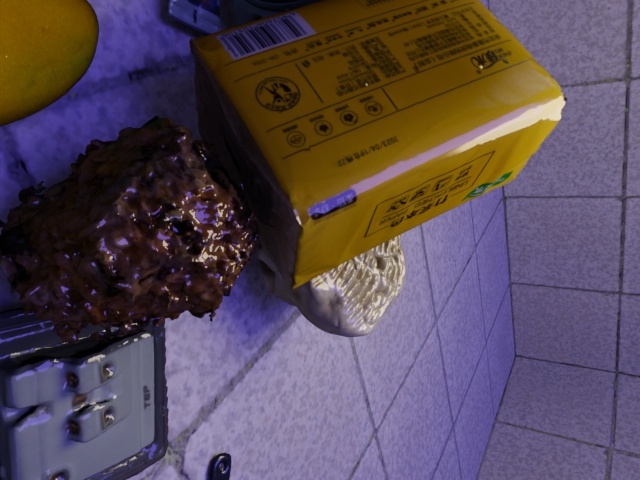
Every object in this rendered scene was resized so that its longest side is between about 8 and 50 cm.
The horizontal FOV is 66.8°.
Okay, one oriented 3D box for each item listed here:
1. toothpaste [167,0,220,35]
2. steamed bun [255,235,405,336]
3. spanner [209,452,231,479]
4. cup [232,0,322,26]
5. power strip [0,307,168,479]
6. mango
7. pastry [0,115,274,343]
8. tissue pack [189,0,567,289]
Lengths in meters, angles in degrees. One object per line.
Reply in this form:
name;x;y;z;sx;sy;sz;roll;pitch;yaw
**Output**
toothpaste;-0.167;-0.493;0.672;0.098;0.061;0.393;-4;98;-59
steamed bun;0.002;-0.002;0.851;0.276;0.203;0.289;-47;111;-32
spanner;-0.177;0.504;0.777;0.087;0.024;0.316;7;87;-51
cup;0.026;-0.431;0.821;0.392;0.400;0.310;10;48;-61
power strip;-0.268;0.192;0.548;0.251;0.092;0.257;-14;108;-59
mango;-0.323;-0.183;0.417;0.317;0.119;0.177;-34;122;-57
pastry;-0.188;-0.023;0.504;0.275;0.274;0.193;-40;139;-48
tissue pack;0.061;-0.159;0.647;0.381;0.293;0.228;-26;158;-17
